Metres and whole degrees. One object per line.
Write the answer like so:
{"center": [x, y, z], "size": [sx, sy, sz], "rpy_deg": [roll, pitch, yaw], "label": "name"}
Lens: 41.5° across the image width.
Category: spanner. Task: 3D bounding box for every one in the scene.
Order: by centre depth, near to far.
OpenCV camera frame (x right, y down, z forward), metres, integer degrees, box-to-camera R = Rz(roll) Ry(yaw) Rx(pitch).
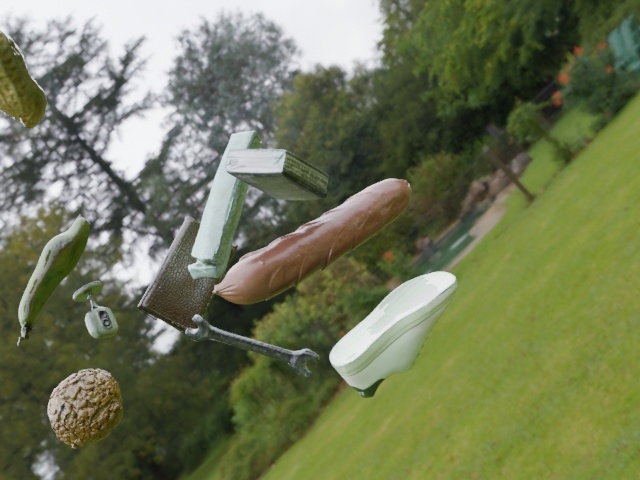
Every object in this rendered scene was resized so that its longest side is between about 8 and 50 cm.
{"center": [-0.124, 0.187, 1.501], "size": [0.015, 0.254, 0.054], "rpy_deg": [-48, -29, -64], "label": "spanner"}

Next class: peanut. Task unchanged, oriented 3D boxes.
{"center": [-0.529, -0.277, 1.426], "size": [0.083, 0.194, 0.093], "rpy_deg": [-24, 40, -1], "label": "peanut"}

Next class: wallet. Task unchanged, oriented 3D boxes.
{"center": [-0.278, 0.075, 1.790], "size": [0.039, 0.133, 0.243], "rpy_deg": [-44, 20, 52], "label": "wallet"}

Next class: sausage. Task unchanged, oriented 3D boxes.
{"center": [0.001, 0.001, 1.441], "size": [0.433, 0.088, 0.088], "rpy_deg": [-30, -8, -30], "label": "sausage"}

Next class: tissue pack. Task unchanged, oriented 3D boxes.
{"center": [-0.069, -0.108, 1.392], "size": [0.156, 0.112, 0.051], "rpy_deg": [27, -111, -60], "label": "tissue pack"}

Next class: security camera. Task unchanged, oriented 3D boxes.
{"center": [-0.373, 0.120, 1.421], "size": [0.058, 0.092, 0.058], "rpy_deg": [-31, -16, -10], "label": "security camera"}

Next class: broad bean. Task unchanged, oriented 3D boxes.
{"center": [-0.608, 0.085, 1.895], "size": [0.325, 0.075, 0.067], "rpy_deg": [-67, -24, -16], "label": "broad bean"}

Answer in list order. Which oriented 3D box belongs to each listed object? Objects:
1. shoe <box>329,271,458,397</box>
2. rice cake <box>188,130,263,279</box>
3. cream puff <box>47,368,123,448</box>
{"center": [0.139, 0.164, 1.457], "size": [0.265, 0.110, 0.095], "rpy_deg": [-34, 28, -14], "label": "shoe"}
{"center": [-0.185, -0.072, 1.663], "size": [0.066, 0.063, 0.336], "rpy_deg": [-3, 55, 28], "label": "rice cake"}
{"center": [-0.481, 0.343, 1.727], "size": [0.115, 0.150, 0.165], "rpy_deg": [60, -135, -81], "label": "cream puff"}
